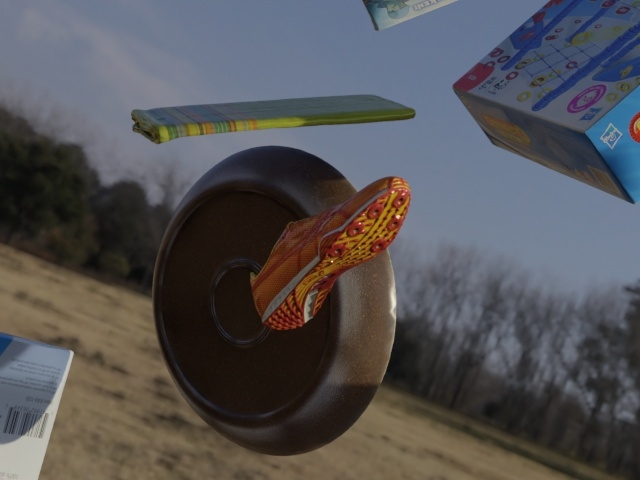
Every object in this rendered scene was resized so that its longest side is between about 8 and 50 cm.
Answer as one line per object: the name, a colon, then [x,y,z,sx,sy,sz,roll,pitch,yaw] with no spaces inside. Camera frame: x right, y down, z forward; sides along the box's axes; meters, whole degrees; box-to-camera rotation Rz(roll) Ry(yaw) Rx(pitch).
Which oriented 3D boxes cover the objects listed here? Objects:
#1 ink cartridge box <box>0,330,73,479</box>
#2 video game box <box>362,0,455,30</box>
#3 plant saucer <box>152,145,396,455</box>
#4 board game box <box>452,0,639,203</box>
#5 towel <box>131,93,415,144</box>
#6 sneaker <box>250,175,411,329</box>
ink cartridge box: [-0.428,0.214,1.350,0.197,0.270,0.198,10,-8,35]
video game box: [0.105,-0.278,1.023,0.205,0.048,0.187,-19,-42,12]
plant saucer: [-0.064,0.061,1.261,0.310,0.311,0.050,20,14,35]
board game box: [0.314,-0.193,1.219,0.086,0.302,0.308,50,-4,-21]
towel: [-0.043,-0.107,1.135,0.237,0.021,0.102,-6,17,-19]
sneaker: [0.000,0.000,0.989,0.064,0.175,0.067,12,47,-46]
